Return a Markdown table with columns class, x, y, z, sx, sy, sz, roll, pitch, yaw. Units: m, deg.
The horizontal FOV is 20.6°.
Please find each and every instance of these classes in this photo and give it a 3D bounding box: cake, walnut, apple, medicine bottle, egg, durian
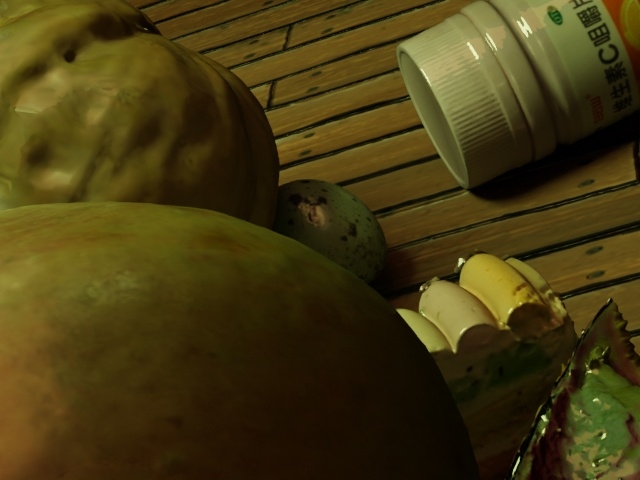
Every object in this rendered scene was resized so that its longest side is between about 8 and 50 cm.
| class | x | y | z | sx | sy | sz | roll | pitch | yaw |
| --- | --- | --- | --- | --- | --- | --- | --- | --- | --- |
| cake | 0.058 | 0.105 | 1.022 | 0.225 | 0.109 | 0.090 | -33 | 29 | -17 |
| walnut | -0.200 | -0.006 | 1.225 | 0.344 | 0.306 | 0.306 | -53 | 30 | 0 |
| apple | -0.091 | 0.152 | 0.777 | 0.305 | 0.338 | 0.338 | -4 | 15 | -32 |
| medicine bottle | 0.194 | -0.147 | 1.331 | 0.250 | 0.133 | 0.133 | -25 | 27 | -3 |
| egg | 0.000 | 0.000 | 1.281 | 0.110 | 0.085 | 0.085 | 20 | 48 | 29 |
| durian | 0.149 | 0.144 | 0.926 | 0.108 | 0.119 | 0.186 | 25 | 47 | 8 |
